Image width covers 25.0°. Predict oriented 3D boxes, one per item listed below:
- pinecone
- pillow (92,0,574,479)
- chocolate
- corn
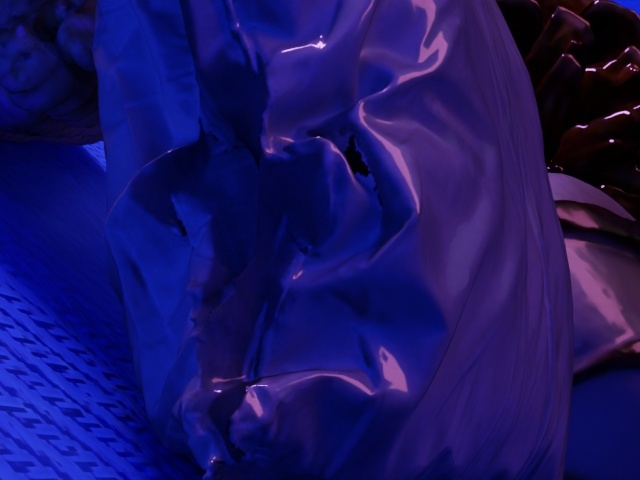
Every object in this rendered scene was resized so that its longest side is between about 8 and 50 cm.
[{"bbox_3d":[0.163,-0.066,1.363,0.398,0.398,0.398,45,4,-4],"label":"pinecone"},{"bbox_3d":[0.011,-0.028,0.553,0.310,0.138,0.283,32,48,-64],"label":"pillow"},{"bbox_3d":[0.186,0.075,1.058,0.283,0.186,0.283,47,22,-26],"label":"chocolate"},{"bbox_3d":[-0.121,-0.099,0.682,0.126,0.126,0.335,46,0,3],"label":"corn"}]
